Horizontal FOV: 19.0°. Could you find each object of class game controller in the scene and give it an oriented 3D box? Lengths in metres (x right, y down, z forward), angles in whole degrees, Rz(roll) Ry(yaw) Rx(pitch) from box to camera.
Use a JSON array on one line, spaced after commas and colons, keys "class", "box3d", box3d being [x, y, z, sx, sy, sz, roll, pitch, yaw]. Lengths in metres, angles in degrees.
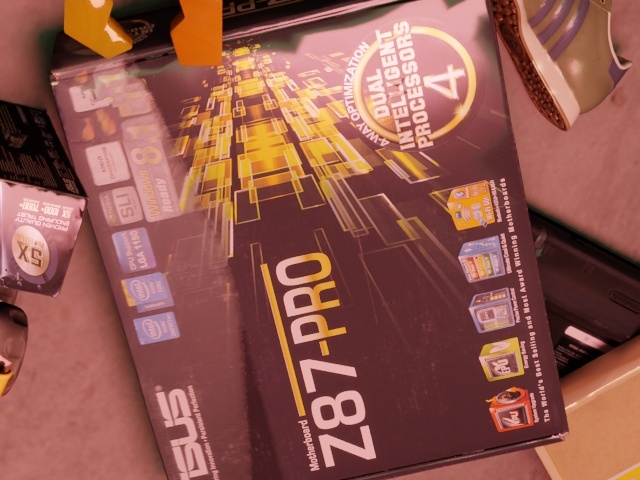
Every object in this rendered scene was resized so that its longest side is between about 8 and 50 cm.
[{"class": "game controller", "box3d": [0.214, 0.088, 1.611, 0.319, 0.067, 0.166, 27, 117, -26]}]

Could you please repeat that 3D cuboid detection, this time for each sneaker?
[{"class": "sneaker", "box3d": [0.180, -0.183, 1.475, 0.086, 0.064, 0.192, -35, 119, -10]}]

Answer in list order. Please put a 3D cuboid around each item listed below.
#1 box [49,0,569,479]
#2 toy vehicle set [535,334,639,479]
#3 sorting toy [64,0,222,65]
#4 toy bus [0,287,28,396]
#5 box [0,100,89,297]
[{"class": "box", "box3d": [0.000, 0.000, 1.443, 0.318, 0.097, 0.395, -11, 117, 3]}, {"class": "toy vehicle set", "box3d": [0.289, 0.200, 1.630, 0.166, 0.035, 0.267, -29, 123, 3]}, {"class": "sorting toy", "box3d": [-0.139, -0.260, 1.241, 0.229, 0.041, 0.307, 0, 121, -4]}, {"class": "toy bus", "box3d": [-0.309, 0.096, 1.350, 0.149, 0.220, 0.211, 16, 113, -21]}, {"class": "box", "box3d": [-0.253, -0.042, 1.322, 0.147, 0.180, 0.078, 13, 108, -23]}]
